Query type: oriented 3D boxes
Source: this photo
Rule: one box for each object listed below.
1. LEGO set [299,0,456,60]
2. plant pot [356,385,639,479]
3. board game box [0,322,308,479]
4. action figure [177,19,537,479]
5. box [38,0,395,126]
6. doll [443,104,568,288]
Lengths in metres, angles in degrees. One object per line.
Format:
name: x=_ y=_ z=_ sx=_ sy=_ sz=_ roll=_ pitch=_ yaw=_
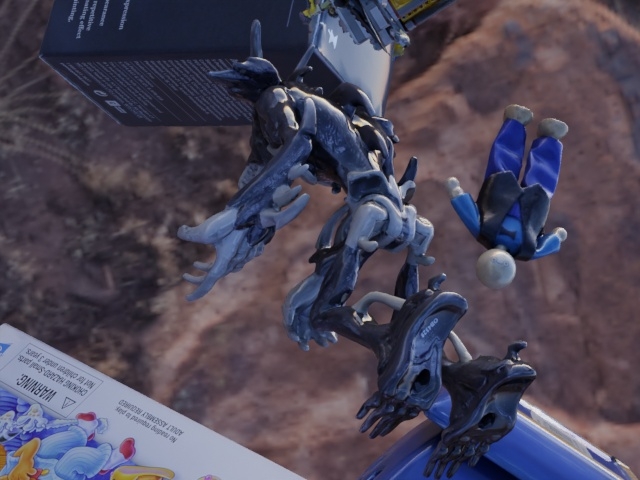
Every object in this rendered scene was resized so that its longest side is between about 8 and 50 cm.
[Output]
LEGO set: x=0.027 y=-0.275 z=1.132 sx=0.255 sy=0.192 sz=0.331 roll=57 pitch=14 yaw=-4
plant pot: x=0.130 y=0.234 z=1.108 sx=0.236 sy=0.236 sz=0.212 roll=32 pitch=93 yaw=5
board game box: x=-0.101 y=0.184 z=0.575 sx=0.233 sy=0.347 sz=0.078 roll=-45 pitch=132 yaw=-27
action figure: x=0.000 y=0.000 z=0.796 sx=0.164 sy=0.141 sz=0.276 roll=27 pitch=26 yaw=-47
box: x=-0.109 y=-0.317 z=1.789 sx=0.212 sy=0.395 sz=0.293 roll=41 pitch=57 yaw=-56
doll: x=0.179 y=-0.037 z=1.348 sx=0.129 sy=0.046 sz=0.189 roll=20 pitch=62 yaw=-7
